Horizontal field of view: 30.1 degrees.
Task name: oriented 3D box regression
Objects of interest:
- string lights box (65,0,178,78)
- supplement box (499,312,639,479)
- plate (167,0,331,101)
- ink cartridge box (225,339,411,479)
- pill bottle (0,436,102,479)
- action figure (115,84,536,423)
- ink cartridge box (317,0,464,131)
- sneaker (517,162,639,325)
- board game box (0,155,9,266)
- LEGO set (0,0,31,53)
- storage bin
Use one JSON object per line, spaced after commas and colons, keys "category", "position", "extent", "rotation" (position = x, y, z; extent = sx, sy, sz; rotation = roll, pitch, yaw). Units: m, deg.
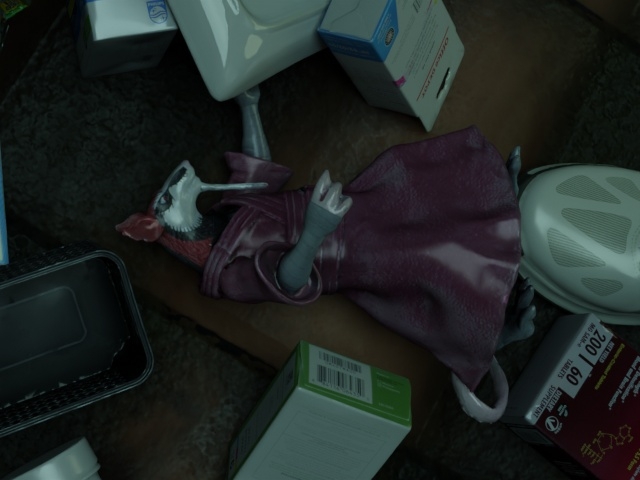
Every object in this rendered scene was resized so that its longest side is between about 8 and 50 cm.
{"category": "string lights box", "position": [-0.197, -0.289, 1.054], "extent": [0.076, 0.133, 0.260], "rotation": [-12, 87, -17]}
{"category": "supplement box", "position": [0.307, 0.195, 1.183], "extent": [0.239, 0.073, 0.130], "rotation": [39, 74, -10]}
{"category": "plate", "position": [-0.055, -0.295, 1.065], "extent": [0.278, 0.045, 0.277], "rotation": [-35, 103, -47]}
{"category": "ink cartridge box", "position": [-0.016, 0.192, 1.060], "extent": [0.109, 0.209, 0.062], "rotation": [22, 35, -15]}
{"category": "pill bottle", "position": [-0.192, 0.267, 0.999], "extent": [0.112, 0.112, 0.187], "rotation": [-28, 92, -18]}
{"category": "action figure", "position": [0.000, 0.000, 1.090], "extent": [0.370, 0.248, 0.276], "rotation": [-1, 126, -5]}
{"category": "ink cartridge box", "position": [0.072, -0.191, 1.134], "extent": [0.061, 0.181, 0.104], "rotation": [17, 75, 28]}
{"category": "sneaker", "position": [0.411, 0.014, 1.139], "extent": [0.447, 0.257, 0.169], "rotation": [17, 79, -14]}
{"category": "board game box", "position": [-0.331, -0.050, 1.040], "extent": [0.103, 0.026, 0.154], "rotation": [-3, 84, -18]}
{"category": "LEGO set", "position": [-0.374, -0.146, 0.924], "extent": [0.254, 0.192, 0.331], "rotation": [20, 82, 5]}
{"category": "storage bin", "position": [-0.246, 0.083, 1.008], "extent": [0.180, 0.084, 0.122], "rotation": [-20, 102, -19]}
